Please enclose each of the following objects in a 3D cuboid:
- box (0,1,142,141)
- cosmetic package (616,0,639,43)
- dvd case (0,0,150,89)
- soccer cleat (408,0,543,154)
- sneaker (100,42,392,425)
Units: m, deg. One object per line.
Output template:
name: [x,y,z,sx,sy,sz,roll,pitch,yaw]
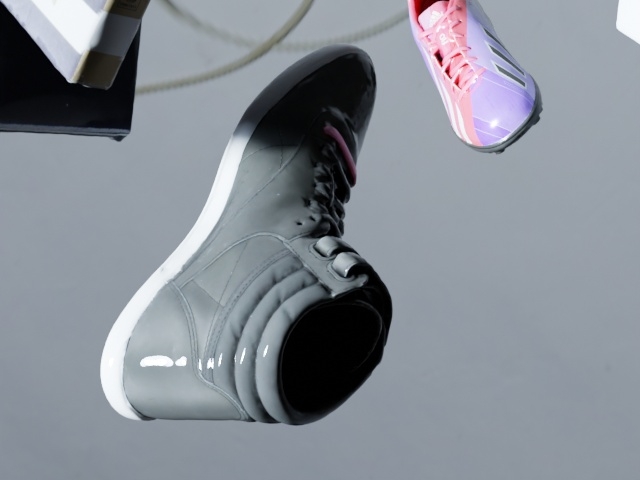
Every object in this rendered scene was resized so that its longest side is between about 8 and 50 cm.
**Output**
box: [-0.269,-0.244,0.985,0.313,0.179,0.343,8,95,28]
cosmetic package: [0.570,-0.277,1.790,0.453,0.230,0.161,-8,121,-21]
dvd case: [-0.058,-0.177,0.464,0.164,0.018,0.221,47,120,38]
soccer cleat: [0.161,-0.208,1.932,0.109,0.318,0.116,-36,121,13]
sneaker: [0.000,0.001,1.051,0.147,0.295,0.104,11,146,35]
